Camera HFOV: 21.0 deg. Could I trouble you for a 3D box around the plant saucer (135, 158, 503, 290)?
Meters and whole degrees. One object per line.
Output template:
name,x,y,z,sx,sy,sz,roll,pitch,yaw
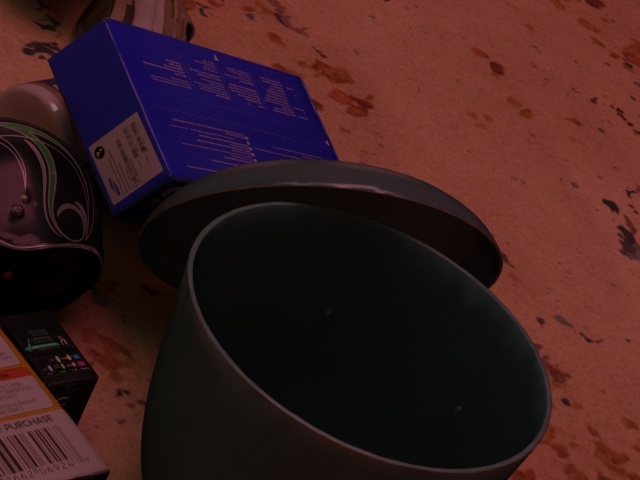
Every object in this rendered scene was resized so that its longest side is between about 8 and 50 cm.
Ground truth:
plant saucer,0.000,0.000,1.504,0.318,0.317,0.043,13,66,-21

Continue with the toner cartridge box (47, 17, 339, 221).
toner cartridge box,-0.099,-0.094,1.629,0.348,0.075,0.165,9,55,-60

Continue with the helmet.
helmet,-0.272,-0.025,1.466,0.169,0.169,0.161,-3,56,-40

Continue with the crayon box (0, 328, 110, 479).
crayon box,-0.333,0.108,1.297,0.203,0.083,0.323,-10,47,-44

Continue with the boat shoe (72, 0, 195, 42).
boat shoe,-0.198,-0.230,1.887,0.103,0.113,0.302,41,25,-17

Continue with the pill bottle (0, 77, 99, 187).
pill bottle,-0.216,-0.107,1.673,0.112,0.112,0.187,43,34,24

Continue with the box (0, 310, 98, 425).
box,-0.228,0.107,1.395,0.052,0.062,0.083,-6,45,-44

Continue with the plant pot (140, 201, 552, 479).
plant pot,-0.006,0.151,1.332,0.293,0.235,0.293,19,33,-13
